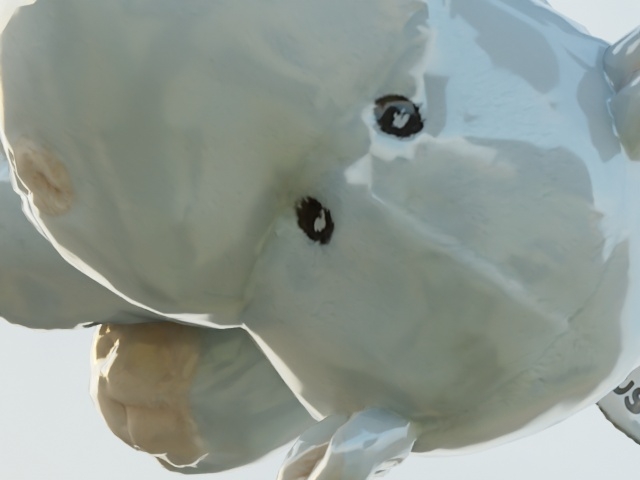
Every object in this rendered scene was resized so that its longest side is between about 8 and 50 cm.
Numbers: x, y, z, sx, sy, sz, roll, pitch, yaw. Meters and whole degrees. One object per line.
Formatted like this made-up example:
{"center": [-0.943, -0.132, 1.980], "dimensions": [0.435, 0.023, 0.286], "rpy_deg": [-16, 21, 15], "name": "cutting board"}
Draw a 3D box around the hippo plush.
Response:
{"center": [0.000, 0.000, 0.479], "dimensions": [0.294, 0.236, 0.234], "rpy_deg": [38, -77, -6], "name": "hippo plush"}
